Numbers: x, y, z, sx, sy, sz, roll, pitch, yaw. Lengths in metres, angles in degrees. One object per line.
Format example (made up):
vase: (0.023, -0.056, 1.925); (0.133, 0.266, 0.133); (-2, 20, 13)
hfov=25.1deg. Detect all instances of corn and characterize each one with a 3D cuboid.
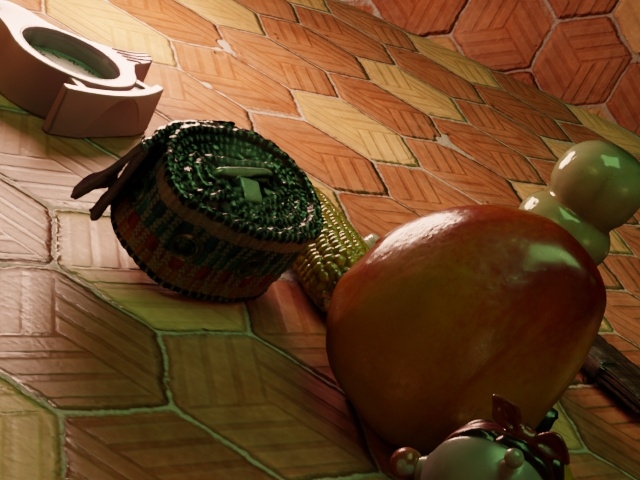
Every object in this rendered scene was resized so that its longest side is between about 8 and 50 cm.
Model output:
corn: (0.000, 0.000, 1.948); (0.106, 0.106, 0.305); (18, 22, -28)

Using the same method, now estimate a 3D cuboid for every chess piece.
chess piece: (0.319, 0.006, 1.994); (0.182, 0.330, 0.182); (34, 12, -8)

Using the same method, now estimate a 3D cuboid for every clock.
clock: (-0.365, -0.255, 2.115); (0.275, 0.080, 0.290); (39, 22, 25)

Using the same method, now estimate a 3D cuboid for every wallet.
wallet: (0.428, 0.187, 2.150); (0.124, 0.042, 0.230); (10, 28, -48)

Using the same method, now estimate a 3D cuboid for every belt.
belt: (-0.140, -0.028, 1.765); (0.295, 0.160, 0.207); (-7, 58, -55)

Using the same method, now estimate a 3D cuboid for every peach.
peach: (0.167, 0.090, 1.638); (0.289, 0.308, 0.289); (18, 35, -13)

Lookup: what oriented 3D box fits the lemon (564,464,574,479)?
lemon: (0.199, 0.273, 1.500); (0.187, 0.142, 0.142); (40, 20, -3)

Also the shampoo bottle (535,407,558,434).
shampoo bottle: (0.189, 0.166, 1.831); (0.257, 0.078, 0.127); (32, 12, 15)

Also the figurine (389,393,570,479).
figurine: (0.143, 0.250, 1.358); (0.183, 0.226, 0.160); (39, 24, 26)

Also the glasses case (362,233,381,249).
glasses case: (0.095, 0.037, 1.995); (0.063, 0.041, 0.164); (58, 4, 24)
